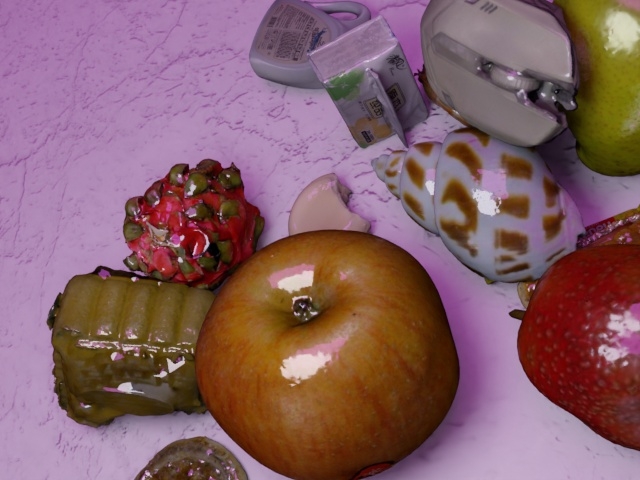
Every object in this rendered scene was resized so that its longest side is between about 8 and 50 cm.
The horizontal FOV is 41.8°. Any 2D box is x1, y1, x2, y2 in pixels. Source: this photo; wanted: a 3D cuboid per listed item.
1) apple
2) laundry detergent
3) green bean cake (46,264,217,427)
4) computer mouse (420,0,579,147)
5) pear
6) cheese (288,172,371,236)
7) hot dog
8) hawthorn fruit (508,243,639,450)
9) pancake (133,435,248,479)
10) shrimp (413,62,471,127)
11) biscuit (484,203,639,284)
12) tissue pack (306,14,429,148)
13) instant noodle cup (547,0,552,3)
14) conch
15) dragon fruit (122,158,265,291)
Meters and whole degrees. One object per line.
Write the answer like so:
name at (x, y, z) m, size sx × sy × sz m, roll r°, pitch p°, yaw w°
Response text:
apple at (0.015, 0.166, 1.274) m, size 0.400 × 0.333 × 0.400 m, roll 1°, pitch 58°, yaw -2°
laundry detergent at (0.007, -0.417, 1.753) m, size 0.280 × 0.105 × 0.215 m, roll 9°, pitch 65°, yaw 27°
green bean cake at (-0.317, 0.222, 1.464) m, size 0.310 × 0.285 × 0.202 m, roll 8°, pitch 44°, yaw -1°
computer mouse at (0.258, -0.305, 1.345) m, size 0.145 × 0.228 × 0.429 m, roll -4°, pitch 34°, yaw -20°
pear at (0.504, -0.240, 1.321) m, size 0.342 × 0.318 × 0.238 m, roll 8°, pitch 39°, yaw -21°
cheese at (-0.018, -0.005, 1.558) m, size 0.249 × 0.071 × 0.163 m, roll -46°, pitch 57°, yaw -6°
hot dog at (0.452, 0.030, 1.346) m, size 0.289 × 0.068 × 0.083 m, roll -30°, pitch 97°, yaw 4°
hawthorn fruit at (0.417, 0.142, 1.207) m, size 0.369 × 0.285 × 0.284 m, roll 8°, pitch 64°, yaw 49°
pancake at (-0.226, 0.450, 1.409) m, size 0.254 × 0.037 × 0.253 m, roll -10°, pitch 60°, yaw 17°
shrimp at (0.264, -0.260, 1.571) m, size 0.058 × 0.169 × 0.296 m, roll -55°, pitch 22°, yaw 20°
biscuit at (0.411, 0.008, 1.409) m, size 0.292 × 0.026 × 0.048 m, roll -22°, pitch 38°, yaw 9°
tissue pack at (0.102, -0.271, 1.560) m, size 0.159 × 0.229 × 0.145 m, roll -26°, pitch 56°, yaw 8°
instant noodle cup at (0.378, -0.339, 1.511) m, size 0.217 × 0.217 × 0.207 m, roll -36°, pitch 50°, yaw 0°
conch at (0.253, -0.074, 1.405) m, size 0.368 × 0.197 × 0.249 m, roll 6°, pitch 71°, yaw 50°
dragon fruit at (-0.229, -0.029, 1.549) m, size 0.231 × 0.237 × 0.302 m, roll -13°, pitch 24°, yaw 31°
